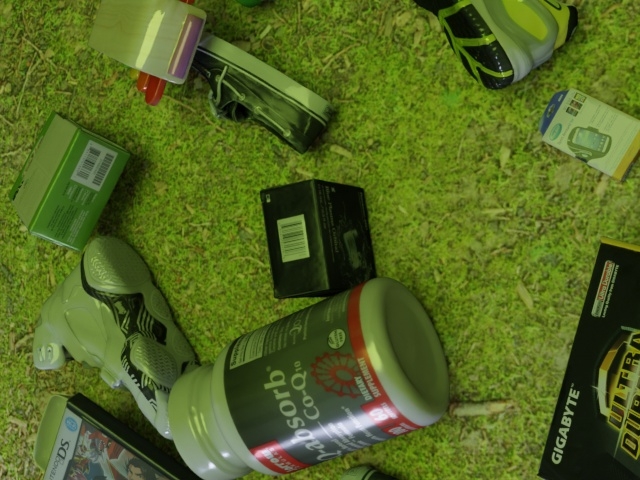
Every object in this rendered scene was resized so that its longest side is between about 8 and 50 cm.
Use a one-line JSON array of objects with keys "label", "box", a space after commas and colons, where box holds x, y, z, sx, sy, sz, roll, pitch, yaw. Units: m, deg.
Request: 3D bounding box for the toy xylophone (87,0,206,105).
[{"label": "toy xylophone", "box": [-0.274, -0.360, 1.463, 0.322, 0.081, 0.236, 46, 116, 53]}]

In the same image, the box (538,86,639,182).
[{"label": "box", "box": [0.359, -0.144, 1.234, 0.136, 0.028, 0.081, 34, 103, 27]}]

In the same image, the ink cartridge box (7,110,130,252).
[{"label": "ink cartridge box", "box": [-0.440, -0.111, 1.607, 0.189, 0.097, 0.255, -63, 30, 2]}]

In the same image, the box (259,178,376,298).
[{"label": "box", "box": [0.000, 0.000, 1.340, 0.093, 0.158, 0.156, -12, 83, 27]}]

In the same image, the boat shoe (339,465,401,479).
[{"label": "boat shoe", "box": [0.062, 0.491, 1.306, 0.119, 0.121, 0.335, 7, 89, 32]}]

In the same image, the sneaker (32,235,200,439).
[{"label": "sneaker", "box": [-0.337, 0.191, 1.525, 0.210, 0.137, 0.366, -38, 66, 21]}]

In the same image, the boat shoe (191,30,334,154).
[{"label": "boat shoe", "box": [-0.126, -0.229, 1.444, 0.306, 0.113, 0.105, 31, 88, 16]}]

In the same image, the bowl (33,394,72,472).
[{"label": "bowl", "box": [-0.416, 0.345, 1.601, 0.142, 0.053, 0.142, 22, 97, 27]}]

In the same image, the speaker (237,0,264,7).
[{"label": "speaker", "box": [-0.038, -0.490, 1.402, 0.296, 0.131, 0.131, -40, 71, 20]}]

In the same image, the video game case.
[{"label": "video game case", "box": [-0.322, 0.412, 1.496, 0.275, 0.035, 0.248, 31, 118, 14]}]

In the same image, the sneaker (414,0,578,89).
[{"label": "sneaker", "box": [0.204, -0.381, 1.287, 0.147, 0.145, 0.384, -25, 71, -7]}]

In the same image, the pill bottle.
[{"label": "pill bottle", "box": [-0.021, 0.208, 1.314, 0.363, 0.210, 0.210, -26, 76, 25]}]

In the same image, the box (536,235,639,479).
[{"label": "box", "box": [0.418, 0.180, 1.114, 0.257, 0.079, 0.322, 19, 97, 47]}]
